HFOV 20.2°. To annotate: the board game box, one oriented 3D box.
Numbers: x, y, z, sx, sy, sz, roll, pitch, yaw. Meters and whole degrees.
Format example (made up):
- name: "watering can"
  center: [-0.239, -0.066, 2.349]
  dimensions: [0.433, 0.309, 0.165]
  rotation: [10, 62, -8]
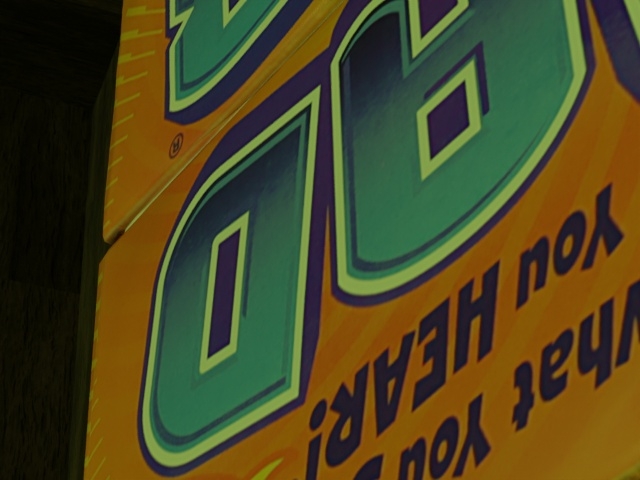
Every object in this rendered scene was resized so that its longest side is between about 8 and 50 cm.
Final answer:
- name: "board game box"
  center: [0.179, -0.027, 0.502]
  dimensions: [0.356, 0.356, 0.356]
  rotation: [-42, 36, 40]
